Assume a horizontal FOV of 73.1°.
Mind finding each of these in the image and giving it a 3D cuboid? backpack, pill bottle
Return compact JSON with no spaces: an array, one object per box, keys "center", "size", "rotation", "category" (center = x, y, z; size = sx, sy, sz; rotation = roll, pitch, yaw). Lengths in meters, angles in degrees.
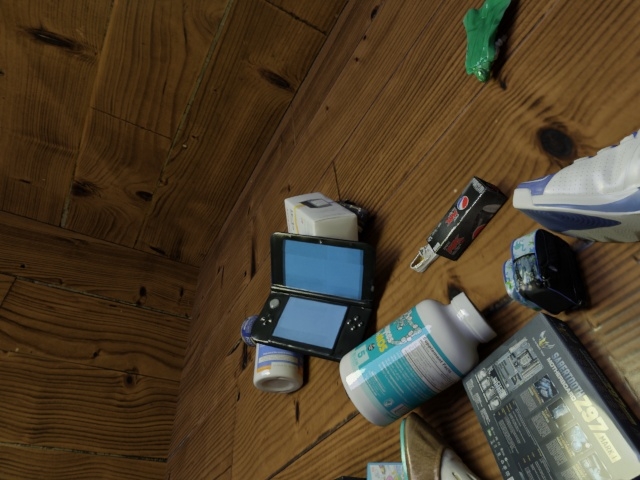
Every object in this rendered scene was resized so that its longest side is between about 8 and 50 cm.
[{"center":[0.333,0.046,0.656],"size":[0.084,0.105,0.114],"rotation":[-37,34,50],"category":"backpack"},{"center":[-0.128,0.329,1.376],"size":[0.152,0.153,0.271],"rotation":[-47,32,42],"category":"pill bottle"},{"center":[-0.207,0.332,1.581],"size":[0.219,0.123,0.122],"rotation":[-21,53,61],"category":"pill bottle"},{"center":[0.175,0.204,0.774],"size":[0.264,0.146,0.146],"rotation":[-38,32,12],"category":"pill bottle"}]

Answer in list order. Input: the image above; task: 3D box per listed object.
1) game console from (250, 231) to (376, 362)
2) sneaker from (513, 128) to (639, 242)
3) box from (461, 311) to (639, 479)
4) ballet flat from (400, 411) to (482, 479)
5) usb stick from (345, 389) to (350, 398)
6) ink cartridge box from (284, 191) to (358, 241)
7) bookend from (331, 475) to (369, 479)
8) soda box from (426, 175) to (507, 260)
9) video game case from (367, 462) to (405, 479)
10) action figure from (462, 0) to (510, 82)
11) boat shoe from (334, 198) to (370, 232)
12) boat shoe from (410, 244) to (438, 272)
[{"center":[-0.025,0.136,1.080],"size":[0.173,0.294,0.250],"rotation":[74,-149,-44],"category":"game console"},{"center":[0.434,-0.103,0.557],"size":[0.316,0.128,0.182],"rotation":[-4,65,57],"category":"sneaker"},{"center":[0.314,0.245,0.597],"size":[0.183,0.059,0.232],"rotation":[-57,26,29],"category":"box"},{"center":[0.202,0.435,0.650],"size":[0.124,0.116,0.342],"rotation":[-24,48,33],"category":"ballet flat"},{"center":[0.143,0.289,0.954],"size":[0.278,0.045,0.077],"rotation":[-45,27,45],"category":"usb stick"},{"center":[0.000,0.000,1.285],"size":[0.306,0.131,0.225],"rotation":[-141,42,-64],"category":"ink cartridge box"},{"center":[0.039,0.596,0.901],"size":[0.157,0.073,0.156],"rotation":[-49,32,39],"category":"bookend"},{"center":[0.291,-0.041,0.872],"size":[0.168,0.060,0.053],"rotation":[-58,25,27],"category":"soda box"},{"center":[0.142,0.494,0.830],"size":[0.166,0.015,0.119],"rotation":[-39,38,50],"category":"video game case"},{"center":[0.383,-0.460,1.001],"size":[0.137,0.064,0.232],"rotation":[-23,48,57],"category":"action figure"},{"center":[0.089,-0.088,1.335],"size":[0.068,0.081,0.228],"rotation":[-56,26,5],"category":"boat shoe"},{"center":[0.237,0.029,0.964],"size":[0.100,0.035,0.035],"rotation":[-56,27,31],"category":"boat shoe"}]
